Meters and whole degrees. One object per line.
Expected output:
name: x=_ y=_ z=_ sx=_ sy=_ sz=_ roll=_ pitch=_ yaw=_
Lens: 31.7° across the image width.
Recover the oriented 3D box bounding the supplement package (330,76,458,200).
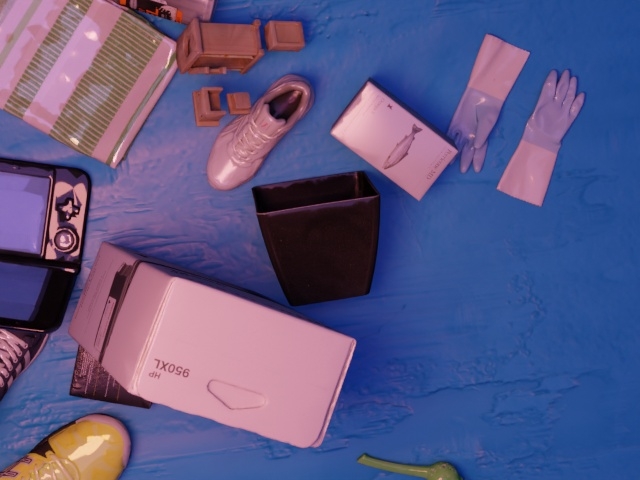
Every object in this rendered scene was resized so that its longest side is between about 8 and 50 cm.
supplement package: x=0.117 y=-0.164 z=1.801 sx=0.179 sy=0.105 sz=0.105 roll=36 pitch=101 yaw=-5

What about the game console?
game console: x=-0.520 y=-0.005 z=1.735 sx=0.293 sy=0.173 sz=0.250 roll=8 pitch=92 yaw=-5

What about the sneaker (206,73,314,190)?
sneaker: x=-0.100 y=-0.176 z=1.786 sx=0.090 sy=0.115 sz=0.232 roll=39 pitch=89 yaw=-5

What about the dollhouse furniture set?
dollhouse furniture set: x=-0.121 y=-0.253 z=1.775 sx=0.181 sy=0.101 sz=0.161 roll=-3 pitch=79 yaw=-25

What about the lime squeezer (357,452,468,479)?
lime squeezer: x=0.208 y=0.439 z=1.869 sx=0.110 sy=0.059 sz=0.310 roll=-45 pitch=96 yaw=-1

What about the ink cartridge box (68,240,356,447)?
ink cartridge box: x=-0.168 y=0.139 z=1.622 sx=0.285 sy=0.395 sz=0.166 roll=20 pitch=89 yaw=-25

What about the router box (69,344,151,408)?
router box: x=-0.323 y=0.173 z=1.821 sx=0.133 sy=0.046 sz=0.179 roll=11 pitch=92 yaw=-5

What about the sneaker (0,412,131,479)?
sneaker: x=-0.460 y=0.417 z=1.773 sx=0.384 sy=0.147 sz=0.145 roll=-37 pitch=93 yaw=-3

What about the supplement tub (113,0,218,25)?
supplement tub: x=-0.252 y=-0.410 z=1.764 sx=0.190 sy=0.117 sz=0.117 roll=16 pitch=91 yaw=-4

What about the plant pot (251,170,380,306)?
plant pot: x=0.000 y=0.000 z=1.779 sx=0.188 sy=0.187 sz=0.167 roll=-10 pitch=106 yaw=-4

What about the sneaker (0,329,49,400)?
sneaker: x=-0.511 y=0.192 z=1.754 sx=0.099 sy=0.153 sz=0.282 roll=32 pitch=89 yaw=-5

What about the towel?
towel: x=-0.407 y=-0.292 z=1.798 sx=0.324 sy=0.038 sz=0.248 roll=31 pitch=91 yaw=-5

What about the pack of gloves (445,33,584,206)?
pack of gloves: x=0.321 y=-0.197 z=1.853 sx=0.195 sy=0.046 sz=0.232 roll=22 pitch=91 yaw=-4
